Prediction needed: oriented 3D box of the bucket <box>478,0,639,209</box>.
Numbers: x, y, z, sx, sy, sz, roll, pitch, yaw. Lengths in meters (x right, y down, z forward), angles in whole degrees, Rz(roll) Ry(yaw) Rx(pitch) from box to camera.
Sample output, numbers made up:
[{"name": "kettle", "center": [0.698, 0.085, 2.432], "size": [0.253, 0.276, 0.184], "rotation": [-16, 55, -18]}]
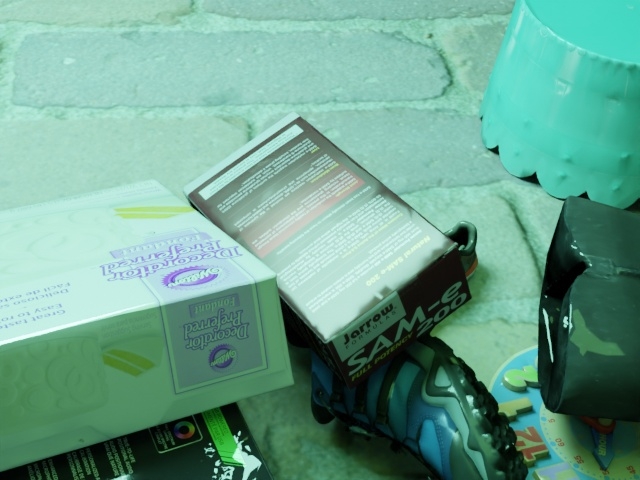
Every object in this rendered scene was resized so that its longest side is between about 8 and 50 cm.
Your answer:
[{"name": "bucket", "center": [0.327, -0.188, 1.199], "size": [0.281, 0.183, 0.281], "rotation": [3, 43, -3]}]

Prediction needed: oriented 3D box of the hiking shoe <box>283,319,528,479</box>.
[{"name": "hiking shoe", "center": [0.064, 0.134, 0.891], "size": [0.132, 0.113, 0.304], "rotation": [-38, 44, 7]}]

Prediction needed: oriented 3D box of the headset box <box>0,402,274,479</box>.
[{"name": "headset box", "center": [-0.130, 0.260, 0.705], "size": [0.283, 0.131, 0.246], "rotation": [-13, 47, -21]}]

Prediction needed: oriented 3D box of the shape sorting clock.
[{"name": "shape sorting clock", "center": [0.243, 0.163, 0.919], "size": [0.206, 0.040, 0.206], "rotation": [3, 43, -3]}]

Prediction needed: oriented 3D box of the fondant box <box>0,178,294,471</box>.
[{"name": "fondant box", "center": [-0.194, 0.049, 0.854], "size": [0.238, 0.096, 0.330], "rotation": [-14, 21, -20]}]

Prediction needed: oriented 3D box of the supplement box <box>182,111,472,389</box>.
[{"name": "supplement box", "center": [0.000, 0.000, 0.892], "size": [0.130, 0.073, 0.239], "rotation": [-36, 46, -11]}]

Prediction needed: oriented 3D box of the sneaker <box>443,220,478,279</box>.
[{"name": "sneaker", "center": [0.102, 0.030, 1.026], "size": [0.061, 0.065, 0.158], "rotation": [27, 46, 21]}]

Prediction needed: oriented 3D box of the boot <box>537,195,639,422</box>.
[{"name": "boot", "center": [0.400, 0.143, 0.847], "size": [0.445, 0.146, 0.367], "rotation": [15, 35, -3]}]
